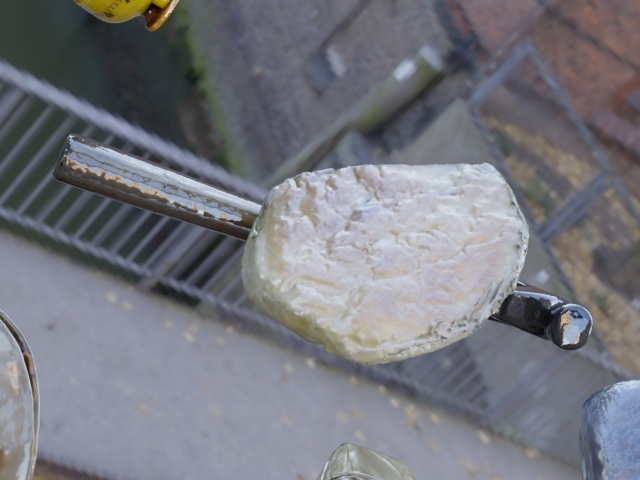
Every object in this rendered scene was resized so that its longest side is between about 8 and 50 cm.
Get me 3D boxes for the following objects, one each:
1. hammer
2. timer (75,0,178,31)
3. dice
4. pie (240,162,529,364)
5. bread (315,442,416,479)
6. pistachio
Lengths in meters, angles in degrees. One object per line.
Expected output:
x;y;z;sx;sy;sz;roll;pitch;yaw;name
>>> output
0.000;0.000;1.252;0.440;0.044;0.168;19;1;-14;hammer
-0.170;-0.235;1.272;0.109;0.107;0.107;33;26;-27;timer
0.392;0.266;1.749;0.182;0.181;0.183;82;2;-60;dice
0.048;0.014;1.157;0.218;0.052;0.185;-3;45;3;pie
0.024;0.313;1.406;0.142;0.224;0.212;20;31;-11;bread
-0.340;0.175;1.460;0.153;0.238;0.138;3;-3;4;pistachio
